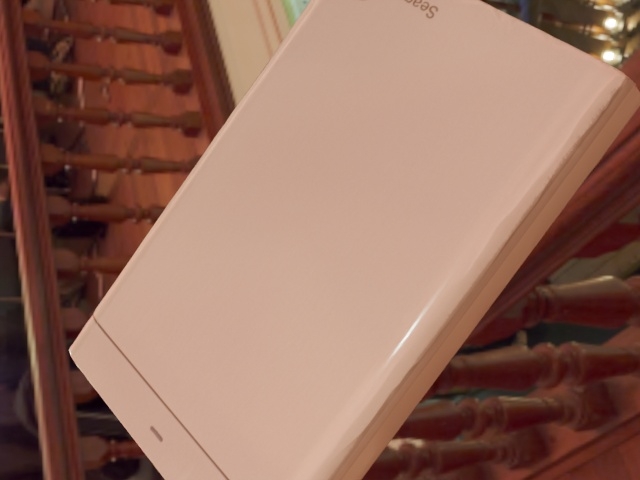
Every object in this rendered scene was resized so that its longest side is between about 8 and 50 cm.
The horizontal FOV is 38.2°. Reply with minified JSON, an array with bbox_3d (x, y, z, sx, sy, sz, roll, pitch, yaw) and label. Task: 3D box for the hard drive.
[{"bbox_3d":[0.000,0.000,0.589,0.233,0.047,0.353,40,97,37],"label":"hard drive"}]
